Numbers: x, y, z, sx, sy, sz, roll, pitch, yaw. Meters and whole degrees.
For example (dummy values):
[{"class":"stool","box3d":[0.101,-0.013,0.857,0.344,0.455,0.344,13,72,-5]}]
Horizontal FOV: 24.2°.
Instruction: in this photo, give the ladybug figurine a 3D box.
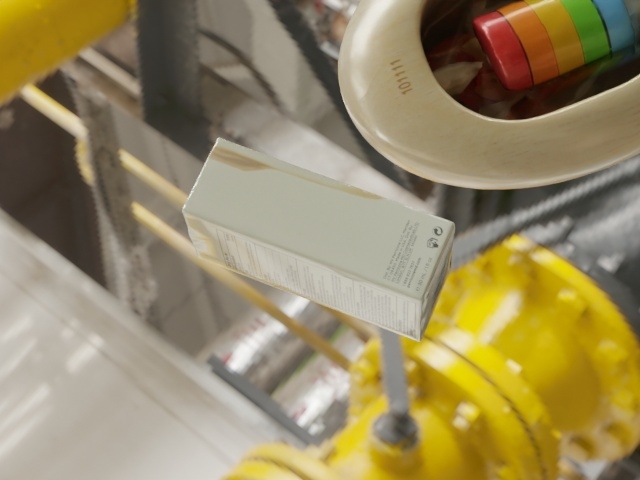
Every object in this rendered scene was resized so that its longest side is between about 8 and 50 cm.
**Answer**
[{"class":"ladybug figurine","box3d":[0.235,-0.196,1.553,0.449,0.305,0.162,-18,-19,-6]}]

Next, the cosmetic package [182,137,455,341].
[{"class":"cosmetic package","box3d":[0.000,0.000,0.673,0.060,0.115,0.041,86,-153,-68]}]
